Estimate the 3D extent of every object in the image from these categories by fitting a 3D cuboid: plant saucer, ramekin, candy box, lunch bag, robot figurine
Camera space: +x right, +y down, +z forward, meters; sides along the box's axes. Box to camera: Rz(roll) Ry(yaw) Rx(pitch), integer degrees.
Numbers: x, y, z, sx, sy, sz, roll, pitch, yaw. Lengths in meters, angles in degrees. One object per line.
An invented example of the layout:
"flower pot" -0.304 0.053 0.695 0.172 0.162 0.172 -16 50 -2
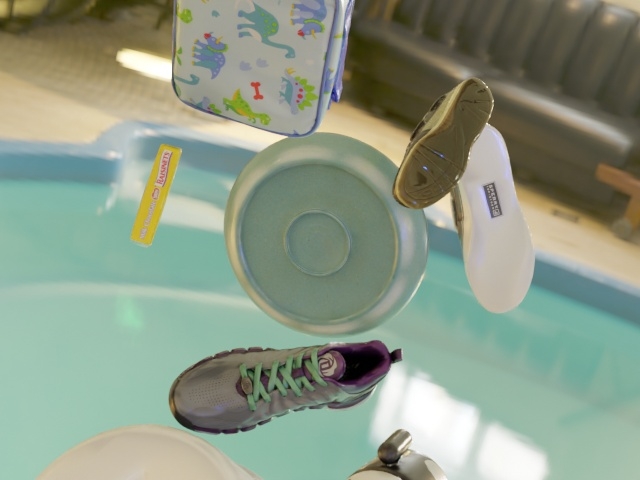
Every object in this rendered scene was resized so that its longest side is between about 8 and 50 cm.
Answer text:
"plant saucer" 0.000 0.000 1.783 0.318 0.317 0.044 20 20 10
"ramekin" -0.159 0.303 1.100 0.277 0.277 0.135 28 -19 31
"candy box" -0.182 -0.045 1.326 0.027 0.105 0.206 16 -4 -8
"lunch bag" -0.055 -0.212 1.203 0.176 0.219 0.090 16 48 6
"robot figurine" 0.119 0.448 2.036 0.209 0.174 0.278 59 21 7

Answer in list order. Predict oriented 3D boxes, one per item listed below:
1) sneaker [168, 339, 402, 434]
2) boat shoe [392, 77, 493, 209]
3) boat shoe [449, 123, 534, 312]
"sneaker" -0.033 0.127 1.163 0.224 0.098 0.083 -7 69 -28
"boat shoe" 0.159 -0.126 1.646 0.080 0.223 0.073 41 -26 -17
"boat shoe" 0.248 -0.040 1.844 0.108 0.301 0.102 -17 16 -4
